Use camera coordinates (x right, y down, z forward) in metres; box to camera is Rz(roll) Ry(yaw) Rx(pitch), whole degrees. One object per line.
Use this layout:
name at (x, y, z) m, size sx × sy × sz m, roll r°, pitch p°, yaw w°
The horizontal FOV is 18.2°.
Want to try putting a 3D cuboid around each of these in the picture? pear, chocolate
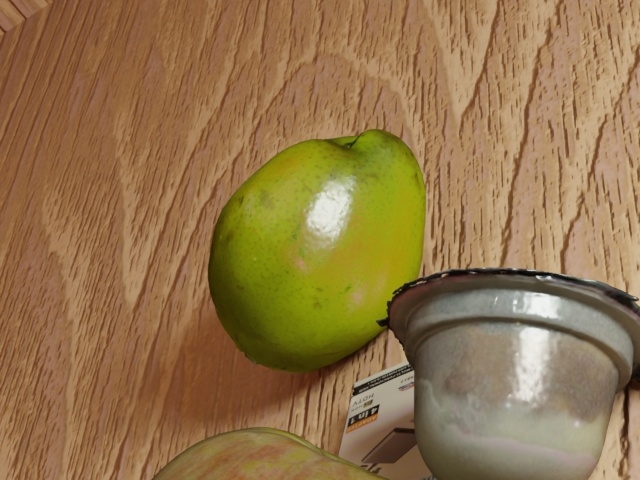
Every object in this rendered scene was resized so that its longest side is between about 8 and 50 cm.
pear at (0.000, 0.000, 1.745) m, size 0.220 × 0.187 × 0.187 m, roll -61°, pitch 20°, yaw 18°
chocolate at (0.145, 0.120, 1.432) m, size 0.221 × 0.221 × 0.147 m, roll -16°, pitch 62°, yaw 41°

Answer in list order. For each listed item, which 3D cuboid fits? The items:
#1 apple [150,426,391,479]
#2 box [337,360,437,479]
apple at (-0.022, 0.251, 1.308) m, size 0.257 × 0.257 × 0.234 m, roll 13°, pitch 73°, yaw 60°
box at (0.069, 0.170, 1.552) m, size 0.129 × 0.033 × 0.247 m, roll -25°, pitch 26°, yaw 23°
